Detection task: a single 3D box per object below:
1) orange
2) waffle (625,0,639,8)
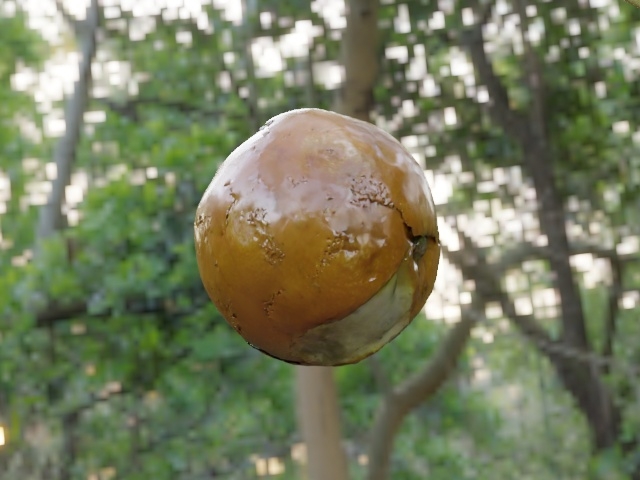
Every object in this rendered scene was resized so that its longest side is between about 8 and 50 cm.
[{"bbox_3d":[0.000,0.000,1.832,0.240,0.240,0.240,-6,-11,-1],"label":"orange"},{"bbox_3d":[0.400,-0.247,1.868,0.248,0.055,0.221,-7,31,-33],"label":"waffle"}]
